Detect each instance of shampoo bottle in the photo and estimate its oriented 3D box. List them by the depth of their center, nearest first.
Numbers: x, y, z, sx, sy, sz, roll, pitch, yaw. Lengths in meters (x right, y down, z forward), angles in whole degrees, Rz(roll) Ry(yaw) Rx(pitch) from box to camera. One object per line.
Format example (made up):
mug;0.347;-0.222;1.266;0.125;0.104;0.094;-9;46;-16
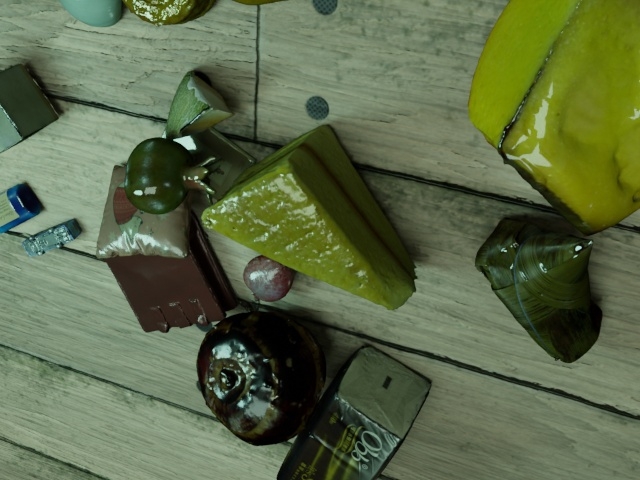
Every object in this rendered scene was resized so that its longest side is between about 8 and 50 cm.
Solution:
shampoo bottle;-0.762;-0.072;1.869;0.183;0.050;0.087;-20;111;32

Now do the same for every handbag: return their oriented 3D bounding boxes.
handbag;-0.352;0.077;1.753;0.260;0.084;0.276;-15;111;29

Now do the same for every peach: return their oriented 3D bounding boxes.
peach;0.399;-0.211;1.160;0.306;0.242;0.380;13;114;-9

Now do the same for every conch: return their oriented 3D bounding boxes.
conch;-0.449;-0.505;1.456;0.185;0.121;0.221;40;138;36

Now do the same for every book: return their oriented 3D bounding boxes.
book;-0.243;-0.175;1.599;0.198;0.016;0.138;36;126;1

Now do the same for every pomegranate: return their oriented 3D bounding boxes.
pomegranate;-0.280;-0.125;1.482;0.191;0.152;0.131;-3;160;13

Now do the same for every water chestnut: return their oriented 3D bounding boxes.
water chestnut;-0.115;0.289;1.672;0.300;0.300;0.300;11;122;18

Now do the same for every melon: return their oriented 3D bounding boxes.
melon;-0.246;-0.265;1.513;0.202;0.093;0.140;-19;75;49

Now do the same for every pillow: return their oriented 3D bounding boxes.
pillow;-0.361;-0.068;1.608;0.236;0.084;0.223;0;74;25

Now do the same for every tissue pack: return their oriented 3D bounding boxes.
tissue pack;0.067;0.425;1.695;0.198;0.210;0.370;34;127;10

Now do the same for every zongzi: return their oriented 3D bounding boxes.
zongzi;0.428;0.094;1.314;0.286;0.138;0.300;50;163;-11

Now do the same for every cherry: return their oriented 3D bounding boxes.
cherry;-0.134;0.098;1.669;0.107;0.090;0.225;34;136;-16

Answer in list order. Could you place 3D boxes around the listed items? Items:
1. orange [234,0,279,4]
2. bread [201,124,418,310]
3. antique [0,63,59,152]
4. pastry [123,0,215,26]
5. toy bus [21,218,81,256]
orange;-0.094;-0.512;1.212;0.279;0.235;0.279;5;105;20
bread;0.000;0.000;1.454;0.245;0.233;0.362;-30;105;29
antique;-0.673;-0.278;1.651;0.152;0.148;0.147;-20;107;32
pastry;-0.276;-0.482;1.384;0.188;0.103;0.189;10;121;18
toy bus;-0.645;-0.006;1.849;0.153;0.061;0.051;-17;108;29
